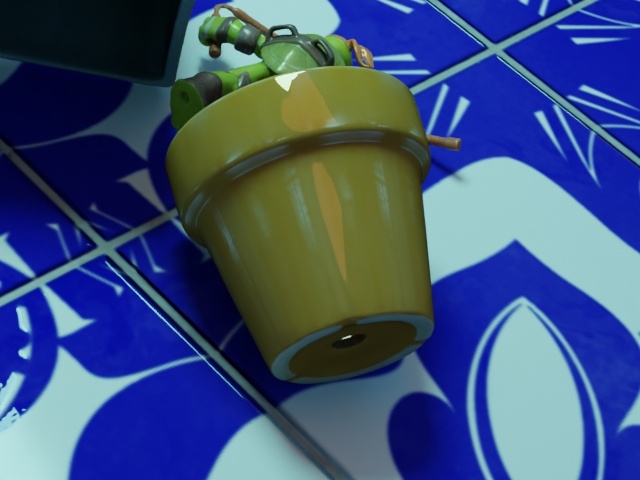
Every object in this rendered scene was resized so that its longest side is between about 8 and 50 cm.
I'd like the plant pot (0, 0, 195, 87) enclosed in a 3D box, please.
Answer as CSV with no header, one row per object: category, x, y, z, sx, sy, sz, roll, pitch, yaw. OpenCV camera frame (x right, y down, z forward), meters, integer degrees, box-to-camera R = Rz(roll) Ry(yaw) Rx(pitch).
plant pot,-0.214,-0.303,1.311,0.247,0.248,0.252,11,76,-8

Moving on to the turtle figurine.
turtle figurine,-0.016,-0.135,1.368,0.269,0.087,0.217,34,37,13

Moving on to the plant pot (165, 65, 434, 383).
plant pot,0.000,0.000,1.202,0.205,0.205,0.188,-6,64,-22
